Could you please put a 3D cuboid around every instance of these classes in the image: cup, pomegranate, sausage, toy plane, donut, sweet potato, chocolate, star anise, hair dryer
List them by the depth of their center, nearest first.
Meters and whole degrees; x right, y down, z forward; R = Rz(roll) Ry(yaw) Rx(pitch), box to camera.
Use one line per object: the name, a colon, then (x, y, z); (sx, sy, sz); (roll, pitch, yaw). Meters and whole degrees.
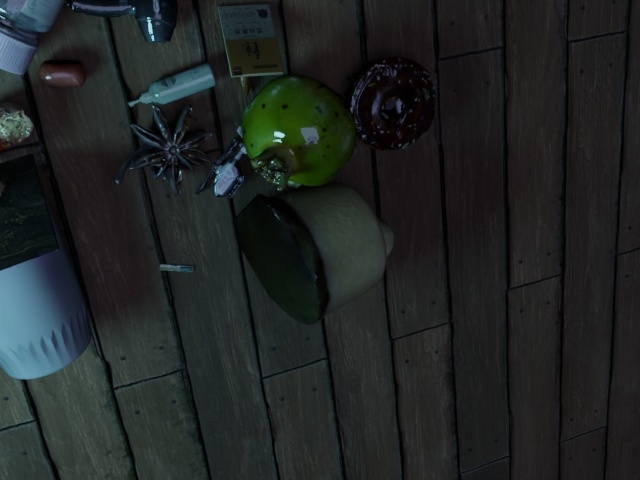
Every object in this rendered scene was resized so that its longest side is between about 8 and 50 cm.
donut: (-0.677, -0.169, 1.557); (0.085, 0.199, 0.232); (45, 54, -46)
hair dryer: (-0.432, -0.517, 1.574); (0.272, 0.091, 0.235); (-6, 104, -15)
sausage: (-0.536, -0.345, 1.611); (0.094, 0.059, 0.054); (-5, 119, -22)
cup: (-0.646, 0.093, 1.641); (0.253, 0.253, 0.371); (-21, 119, -12)
pomegranate: (-0.055, -0.225, 1.705); (0.261, 0.340, 0.260); (9, 127, 12)
star anise: (-0.352, -0.201, 1.726); (0.232, 0.089, 0.209); (-8, 106, -24)
sweet potato: (-0.172, -0.374, 1.755); (0.034, 0.034, 0.095); (-13, 113, -16)
toy plane: (-0.209, -0.171, 1.817); (0.078, 0.053, 0.197); (31, 102, -20)
chocolate: (0.000, 0.000, 1.841); (0.297, 0.314, 0.326); (-33, 88, -27)
donut: (0.163, -0.331, 1.872); (0.235, 0.089, 0.235); (-8, 113, -19)

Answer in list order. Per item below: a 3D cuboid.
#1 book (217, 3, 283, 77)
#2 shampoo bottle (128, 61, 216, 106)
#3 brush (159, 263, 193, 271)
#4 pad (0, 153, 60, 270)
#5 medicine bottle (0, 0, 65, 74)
book: (-0.153, -0.438, 1.691); (0.118, 0.012, 0.172); (-8, 76, -18)
shampoo bottle: (-0.329, -0.332, 1.699); (0.195, 0.056, 0.056); (-24, 118, -11)
brush: (-0.350, 0.068, 1.883); (0.084, 0.013, 0.016); (5, 111, -21)
pad: (-0.662, -0.044, 1.518); (0.248, 0.367, 0.007); (-21, 132, -14)
medicine bottle: (-0.581, -0.473, 1.482); (0.165, 0.165, 0.273); (26, 101, -28)
